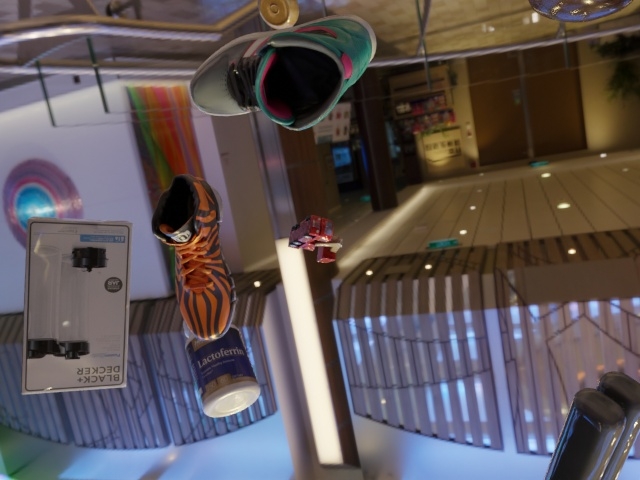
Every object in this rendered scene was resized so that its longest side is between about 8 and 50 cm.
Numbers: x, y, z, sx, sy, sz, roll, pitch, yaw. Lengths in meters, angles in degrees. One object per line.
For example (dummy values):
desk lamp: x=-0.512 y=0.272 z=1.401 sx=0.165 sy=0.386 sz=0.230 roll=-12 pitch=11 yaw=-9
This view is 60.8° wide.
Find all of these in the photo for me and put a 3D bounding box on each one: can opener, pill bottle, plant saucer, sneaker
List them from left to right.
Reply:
sneaker: x=-0.246 y=0.030 z=1.016 sx=0.124 sy=0.322 sz=0.180 roll=-11 pitch=172 yaw=5
pill bottle: x=-0.270 y=0.313 z=1.440 sx=0.153 sy=0.153 sz=0.265 roll=-19 pitch=-124 yaw=-14
sneaker: x=-0.075 y=-0.215 z=0.749 sx=0.295 sy=0.124 sz=0.178 roll=-13 pitch=-152 yaw=21
plant saucer: x=-0.079 y=-0.418 z=0.980 sx=0.083 sy=0.084 sz=0.015 roll=-5 pitch=-146 yaw=33
can opener: x=0.265 y=0.252 z=0.531 sx=0.074 sy=0.281 sz=0.093 roll=-19 pitch=-147 yaw=-28

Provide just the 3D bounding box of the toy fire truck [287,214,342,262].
toy fire truck: x=0.000 y=0.000 z=1.248 sx=0.135 sy=0.047 sz=0.192 roll=14 pitch=161 yaw=-21

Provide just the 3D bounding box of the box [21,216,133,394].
box: x=-0.417 y=0.108 z=0.944 sx=0.169 sy=0.290 sz=0.087 roll=3 pitch=-176 yaw=-24

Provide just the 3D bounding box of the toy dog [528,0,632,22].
toy dog: x=0.325 y=-0.402 z=0.543 sx=0.395 sy=0.285 sz=0.408 roll=13 pitch=-136 yaw=44
